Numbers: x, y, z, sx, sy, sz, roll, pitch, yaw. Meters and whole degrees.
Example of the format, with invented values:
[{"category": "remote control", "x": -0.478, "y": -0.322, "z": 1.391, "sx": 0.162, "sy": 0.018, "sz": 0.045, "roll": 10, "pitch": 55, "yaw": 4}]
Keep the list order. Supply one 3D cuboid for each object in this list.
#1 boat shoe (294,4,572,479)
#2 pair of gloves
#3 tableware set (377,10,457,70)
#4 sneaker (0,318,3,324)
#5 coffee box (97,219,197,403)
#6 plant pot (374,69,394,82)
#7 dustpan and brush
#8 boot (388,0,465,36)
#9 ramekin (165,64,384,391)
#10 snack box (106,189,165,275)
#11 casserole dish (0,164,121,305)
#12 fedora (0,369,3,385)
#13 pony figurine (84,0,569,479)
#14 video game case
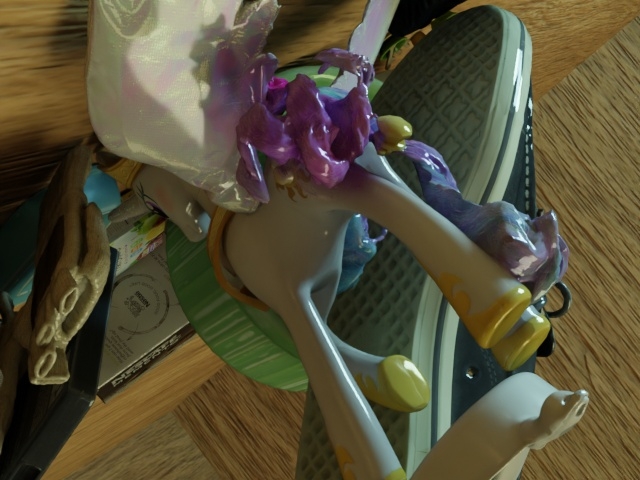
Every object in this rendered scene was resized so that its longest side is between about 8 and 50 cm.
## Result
[{"category": "boat shoe", "x": 0.102, "y": 0.046, "z": 0.954, "sx": 0.156, "sy": 0.500, "sz": 0.187, "roll": 23, "pitch": 159, "yaw": -37}, {"category": "pair of gloves", "x": -0.207, "y": 0.068, "z": 0.836, "sx": 0.240, "sy": 0.042, "sz": 0.204, "roll": -60, "pitch": -157, "yaw": 21}, {"category": "tableware set", "x": 0.107, "y": -0.227, "z": 1.276, "sx": 0.104, "sy": 0.024, "sz": 0.154, "roll": -40, "pitch": 173, "yaw": 13}, {"category": "sneaker", "x": -0.329, "y": 0.125, "z": 0.914, "sx": 0.100, "sy": 0.108, "sz": 0.271, "roll": -23, "pitch": 178, "yaw": 20}, {"category": "coffee box", "x": -0.159, "y": 0.042, "z": 1.286, "sx": 0.297, "sy": 0.119, "sz": 0.168, "roll": -37, "pitch": 175, "yaw": -13}, {"category": "plant pot", "x": 0.077, "y": -0.091, "z": 1.323, "sx": 0.205, "sy": 0.205, "sz": 0.188, "roll": -35, "pitch": 166, "yaw": -26}, {"category": "dustpan and brush", "x": 0.120, "y": 0.124, "z": 0.724, "sx": 0.147, "sy": 0.060, "sz": 0.211, "roll": -36, "pitch": 156, "yaw": -22}, {"category": "boot", "x": 0.157, "y": -0.266, "z": 0.936, "sx": 0.207, "sy": 0.094, "sz": 0.246, "roll": -32, "pitch": 179, "yaw": -16}, {"category": "ramekin", "x": 0.000, "y": 0.000, "z": 1.114, "sx": 0.303, "sy": 0.303, "sz": 0.148, "roll": -33, "pitch": 180, "yaw": -37}, {"category": "snack box", "x": -0.201, "y": 0.001, "z": 1.129, "sx": 0.100, "sy": 0.037, "sz": 0.141, "roll": -35, "pitch": 173, "yaw": -16}, {"category": "casserole dish", "x": -0.236, "y": 0.006, "z": 0.983, "sx": 0.188, "sy": 0.037, "sz": 0.114, "roll": -43, "pitch": 172, "yaw": 33}, {"category": "fedora", "x": -0.341, "y": 0.103, "z": 0.681, "sx": 0.275, "sy": 0.124, "sz": 0.244, "roll": -26, "pitch": 166, "yaw": -49}, {"category": "pony figurine", "x": -0.009, "y": -0.046, "z": 0.771, "sx": 0.303, "sy": 0.363, "sz": 0.351, "roll": -22, "pitch": 148, "yaw": -44}, {"category": "video game case", "x": -0.240, "y": 0.152, "z": 0.903, "sx": 0.274, "sy": 0.026, "sz": 0.196, "roll": -54, "pitch": -159, "yaw": 23}]
